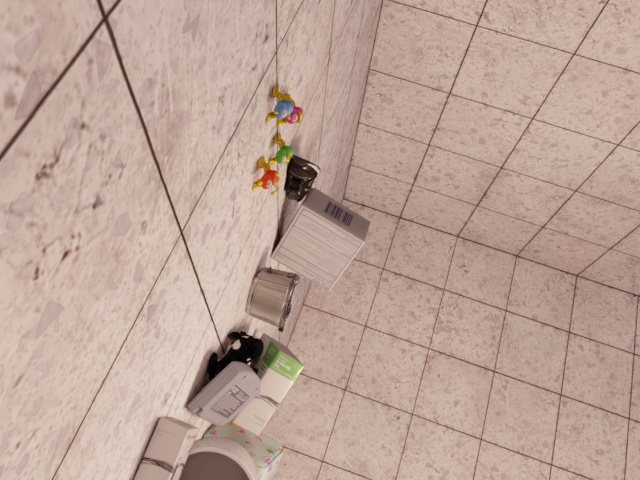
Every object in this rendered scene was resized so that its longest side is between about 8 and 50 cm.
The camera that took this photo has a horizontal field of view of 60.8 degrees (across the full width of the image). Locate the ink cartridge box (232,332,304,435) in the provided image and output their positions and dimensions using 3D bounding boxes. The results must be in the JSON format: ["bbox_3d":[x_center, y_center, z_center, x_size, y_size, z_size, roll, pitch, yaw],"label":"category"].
[{"bbox_3d":[-0.212,0.506,1.940,0.289,0.121,0.211,-56,-157,-5],"label":"ink cartridge box"}]

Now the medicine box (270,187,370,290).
[{"bbox_3d":[0.000,0.000,2.046,0.289,0.263,0.149,-57,-175,36],"label":"medicine box"}]

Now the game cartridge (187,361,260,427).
[{"bbox_3d":[-0.276,0.465,1.654,0.196,0.060,0.294,-38,156,-13],"label":"game cartridge"}]

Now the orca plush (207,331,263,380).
[{"bbox_3d":[-0.242,0.354,1.725,0.287,0.102,0.151,20,55,-63],"label":"orca plush"}]

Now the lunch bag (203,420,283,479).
[{"bbox_3d":[-0.291,0.762,1.955,0.224,0.279,0.108,-11,120,-71],"label":"lunch bag"}]

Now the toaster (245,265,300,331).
[{"bbox_3d":[-0.171,0.202,1.924,0.129,0.146,0.227,-58,165,-66],"label":"toaster"}]

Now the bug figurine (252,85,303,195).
[{"bbox_3d":[-0.102,-0.264,1.428,0.216,0.072,0.279,-63,170,-60],"label":"bug figurine"}]

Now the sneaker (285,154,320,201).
[{"bbox_3d":[-0.069,-0.198,1.866,0.283,0.107,0.124,73,42,-81],"label":"sneaker"}]

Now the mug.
[{"bbox_3d":[-0.345,0.724,1.526,0.374,0.276,0.328,-40,176,-10],"label":"mug"}]

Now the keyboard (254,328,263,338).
[{"bbox_3d":[-0.293,0.490,2.242,0.256,0.014,0.072,-66,150,-30],"label":"keyboard"}]

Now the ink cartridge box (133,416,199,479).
[{"bbox_3d":[-0.376,0.534,1.314,0.140,0.082,0.191,92,19,-73],"label":"ink cartridge box"}]

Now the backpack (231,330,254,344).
[{"bbox_3d":[-0.271,0.397,1.914,0.105,0.084,0.114,-52,164,-66],"label":"backpack"}]
